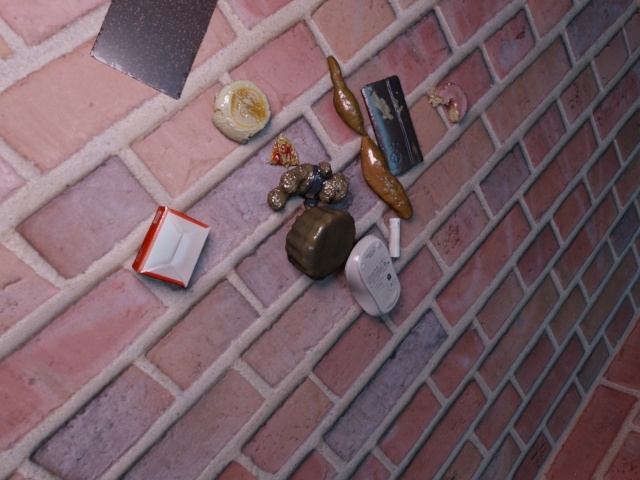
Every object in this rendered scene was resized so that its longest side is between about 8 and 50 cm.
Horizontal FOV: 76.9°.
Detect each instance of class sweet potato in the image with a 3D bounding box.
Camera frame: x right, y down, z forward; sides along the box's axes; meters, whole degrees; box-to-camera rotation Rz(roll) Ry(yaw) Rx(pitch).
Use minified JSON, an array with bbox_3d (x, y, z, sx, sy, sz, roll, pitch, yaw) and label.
[{"bbox_3d":[0.212,-0.195,1.365,0.355,0.095,0.106,56,52,-22],"label":"sweet potato"},{"bbox_3d":[0.072,-0.448,1.267,0.074,0.074,0.270,-29,101,-24],"label":"sweet potato"}]

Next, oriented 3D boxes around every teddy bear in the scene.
[{"bbox_3d":[-0.032,-0.172,1.216,0.251,0.182,0.129,1,59,-29],"label":"teddy bear"}]

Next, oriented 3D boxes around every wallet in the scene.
[{"bbox_3d":[0.254,-0.394,1.393,0.170,0.044,0.321,-28,108,-22],"label":"wallet"}]

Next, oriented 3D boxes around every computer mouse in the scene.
[{"bbox_3d":[0.165,0.117,1.353,0.184,0.121,0.297,-49,124,-25],"label":"computer mouse"}]

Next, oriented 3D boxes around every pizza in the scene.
[{"bbox_3d":[-0.100,-0.256,1.217,0.099,0.029,0.100,27,83,-30],"label":"pizza"}]

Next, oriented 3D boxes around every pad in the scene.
[{"bbox_3d":[-0.406,-0.556,1.020,0.219,0.004,0.331,23,85,-29],"label":"pad"}]

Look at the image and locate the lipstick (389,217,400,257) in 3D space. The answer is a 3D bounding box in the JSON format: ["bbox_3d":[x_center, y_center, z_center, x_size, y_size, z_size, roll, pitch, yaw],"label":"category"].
[{"bbox_3d":[0.266,-0.012,1.448,0.040,0.040,0.141,-5,97,-29],"label":"lipstick"}]

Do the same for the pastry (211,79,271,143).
[{"bbox_3d":[-0.216,-0.355,1.107,0.165,0.088,0.166,-3,97,-26],"label":"pastry"}]

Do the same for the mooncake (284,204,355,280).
[{"bbox_3d":[0.000,0.000,1.219,0.228,0.124,0.228,-31,135,-37],"label":"mooncake"}]

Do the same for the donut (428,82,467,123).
[{"bbox_3d":[0.481,-0.522,1.494,0.166,0.065,0.117,36,80,-29],"label":"donut"}]

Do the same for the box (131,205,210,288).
[{"bbox_3d":[-0.388,0.017,1.049,0.133,0.099,0.182,24,82,-32],"label":"box"}]
